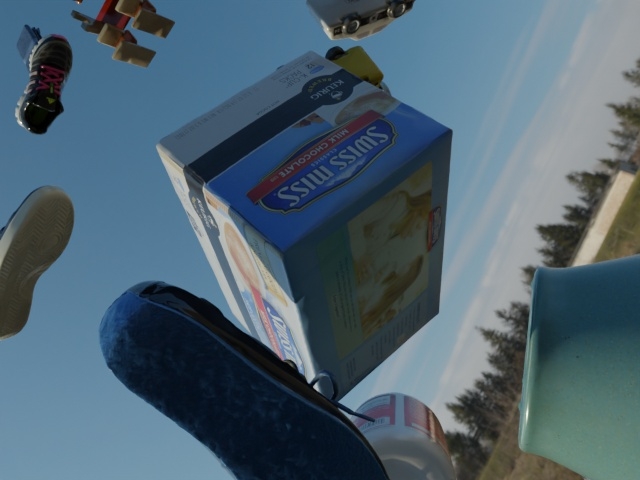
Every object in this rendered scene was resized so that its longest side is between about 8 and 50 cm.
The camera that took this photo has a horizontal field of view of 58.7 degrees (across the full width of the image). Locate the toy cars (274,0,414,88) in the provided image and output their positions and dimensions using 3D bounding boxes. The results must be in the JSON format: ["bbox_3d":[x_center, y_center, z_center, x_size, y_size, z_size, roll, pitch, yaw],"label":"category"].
[{"bbox_3d":[0.037,-0.320,0.970,0.087,0.176,0.394,95,-165,-61],"label":"toy cars"}]

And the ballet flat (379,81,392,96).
[{"bbox_3d":[0.101,-0.261,1.061,0.070,0.188,0.070,-16,-40,-14],"label":"ballet flat"}]

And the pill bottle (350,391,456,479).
[{"bbox_3d":[0.158,0.458,1.209,0.229,0.229,0.407,-65,-7,3],"label":"pill bottle"}]

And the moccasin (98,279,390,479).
[{"bbox_3d":[-0.046,0.153,0.540,0.137,0.342,0.117,-37,15,4],"label":"moccasin"}]

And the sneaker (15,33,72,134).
[{"bbox_3d":[-0.433,-0.240,0.905,0.063,0.075,0.170,11,-62,-46],"label":"sneaker"}]

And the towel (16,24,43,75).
[{"bbox_3d":[-0.576,-0.378,1.149,0.029,0.119,0.067,7,-51,-53],"label":"towel"}]

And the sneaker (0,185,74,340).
[{"bbox_3d":[-0.576,0.022,1.032,0.350,0.148,0.131,-54,-19,18],"label":"sneaker"}]

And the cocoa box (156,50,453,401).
[{"bbox_3d":[0.000,0.000,0.709,0.231,0.228,0.347,-36,-36,-20],"label":"cocoa box"}]

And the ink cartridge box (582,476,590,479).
[{"bbox_3d":[0.476,0.337,0.760,0.175,0.371,0.069,-26,-54,1],"label":"ink cartridge box"}]

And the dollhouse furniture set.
[{"bbox_3d":[-0.379,-0.517,1.144,0.259,0.262,0.135,-48,-19,22],"label":"dollhouse furniture set"}]

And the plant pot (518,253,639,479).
[{"bbox_3d":[0.322,0.128,0.527,0.271,0.255,0.272,5,-90,-69],"label":"plant pot"}]
